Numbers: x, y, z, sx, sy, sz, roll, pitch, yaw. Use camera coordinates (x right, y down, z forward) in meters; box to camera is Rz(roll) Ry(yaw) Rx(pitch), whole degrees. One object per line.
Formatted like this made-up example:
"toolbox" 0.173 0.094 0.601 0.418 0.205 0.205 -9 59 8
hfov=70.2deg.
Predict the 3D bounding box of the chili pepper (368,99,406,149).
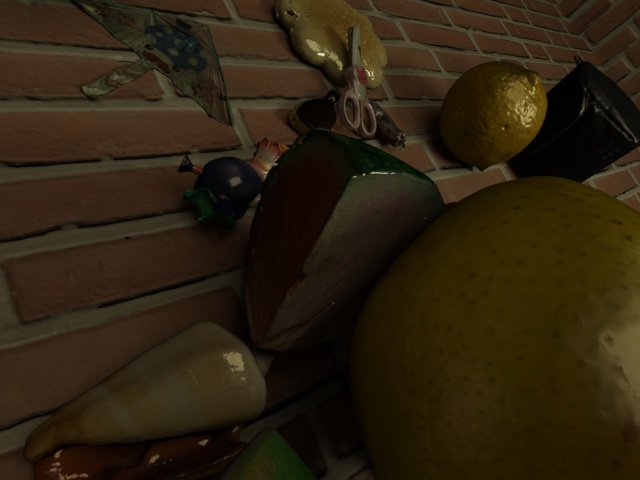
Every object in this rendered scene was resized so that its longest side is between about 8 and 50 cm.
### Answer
"chili pepper" 0.145 -0.252 1.009 0.050 0.041 0.153 8 41 -54

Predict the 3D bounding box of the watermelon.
"watermelon" -0.005 -0.018 0.578 0.222 0.292 0.319 45 27 26

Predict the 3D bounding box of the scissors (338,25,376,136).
"scissors" 0.074 -0.343 0.968 0.118 0.031 0.242 8 77 -50

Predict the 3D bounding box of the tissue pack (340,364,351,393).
"tissue pack" 0.213 0.203 0.734 0.245 0.123 0.332 51 48 4

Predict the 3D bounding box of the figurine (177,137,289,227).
"figurine" -0.122 -0.094 0.693 0.111 0.102 0.195 34 49 16

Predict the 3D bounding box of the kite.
"kite" -0.273 -0.310 0.775 0.335 0.011 0.314 39 49 -9

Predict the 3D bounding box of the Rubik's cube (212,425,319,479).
"Rubik's cube" -0.078 0.346 0.307 0.368 0.358 0.387 8 48 -35

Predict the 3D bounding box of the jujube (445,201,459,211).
"jujube" 0.352 0.004 0.903 0.290 0.197 0.197 9 58 -11

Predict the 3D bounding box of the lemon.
"lemon" 0.407 -0.302 1.076 0.228 0.253 0.228 22 40 -20

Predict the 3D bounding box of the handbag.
"handbag" 0.634 -0.284 1.198 0.178 0.302 0.275 -27 78 -35

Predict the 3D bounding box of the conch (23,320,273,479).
"conch" -0.172 0.178 0.507 0.255 0.127 0.158 -11 100 -16

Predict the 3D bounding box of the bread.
"bread" 0.037 -0.483 1.063 0.316 0.054 0.316 18 54 -26

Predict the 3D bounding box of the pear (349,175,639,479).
"pear" 0.203 0.141 0.451 0.362 0.362 0.418 27 59 -19

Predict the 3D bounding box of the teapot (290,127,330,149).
"teapot" 0.064 -0.067 0.774 0.294 0.129 0.193 44 28 -11

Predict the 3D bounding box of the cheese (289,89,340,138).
"cheese" 0.001 -0.261 0.917 0.086 0.036 0.162 38 49 -8
